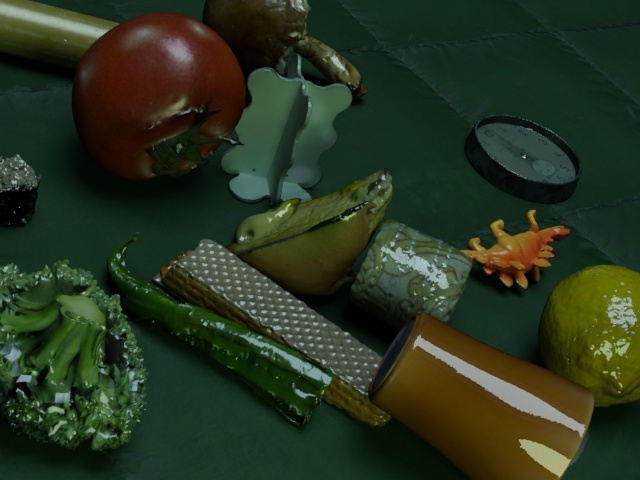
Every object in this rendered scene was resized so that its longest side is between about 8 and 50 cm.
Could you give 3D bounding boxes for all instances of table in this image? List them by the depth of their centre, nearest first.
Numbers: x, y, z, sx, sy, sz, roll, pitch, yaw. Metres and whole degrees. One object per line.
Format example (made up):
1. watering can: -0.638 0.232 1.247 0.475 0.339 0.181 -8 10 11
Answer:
1. table: -0.053 -0.170 1.960 0.166 0.198 0.166 15 36 -11

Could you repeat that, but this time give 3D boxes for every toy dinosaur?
1. toy dinosaur: 0.297 0.026 2.010 0.288 0.070 0.117 -15 50 -34

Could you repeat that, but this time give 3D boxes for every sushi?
1. sushi: -0.454 -0.068 1.720 0.150 0.078 0.090 -6 44 -32

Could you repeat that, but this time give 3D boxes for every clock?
1. clock: 0.364 -0.150 2.290 0.214 0.042 0.215 14 37 -11

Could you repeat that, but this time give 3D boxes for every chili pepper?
1. chili pepper: -0.143 0.111 1.654 0.359 0.085 0.076 34 9 16

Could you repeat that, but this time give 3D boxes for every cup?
1. cup: 0.201 0.206 1.615 0.264 0.182 0.226 32 4 -2

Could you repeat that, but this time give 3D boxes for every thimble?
1. thimble: 0.130 0.053 1.828 0.143 0.137 0.190 24 18 4

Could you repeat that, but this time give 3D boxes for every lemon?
1. lemon: 0.406 0.132 1.820 0.192 0.192 0.231 17 40 -7

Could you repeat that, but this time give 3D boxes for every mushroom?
1. mushroom: -0.085 -0.340 2.223 0.208 0.302 0.233 -34 56 0

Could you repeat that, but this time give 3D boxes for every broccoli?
1. broccoli: -0.299 0.132 1.466 0.198 0.176 0.226 -20 38 -38

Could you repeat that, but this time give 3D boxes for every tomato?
1. tomato: -0.234 -0.207 1.860 0.255 0.256 0.225 -14 74 -40

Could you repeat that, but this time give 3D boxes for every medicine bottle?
1. medicine bottle: -0.406 -0.322 2.052 0.426 0.108 0.108 13 37 -15

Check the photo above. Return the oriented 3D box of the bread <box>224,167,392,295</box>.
1. bread: -0.002 0.008 1.823 0.133 0.251 0.174 62 29 -20

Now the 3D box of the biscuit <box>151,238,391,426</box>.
1. biscuit: -0.049 0.118 1.713 0.378 0.054 0.094 34 37 15
